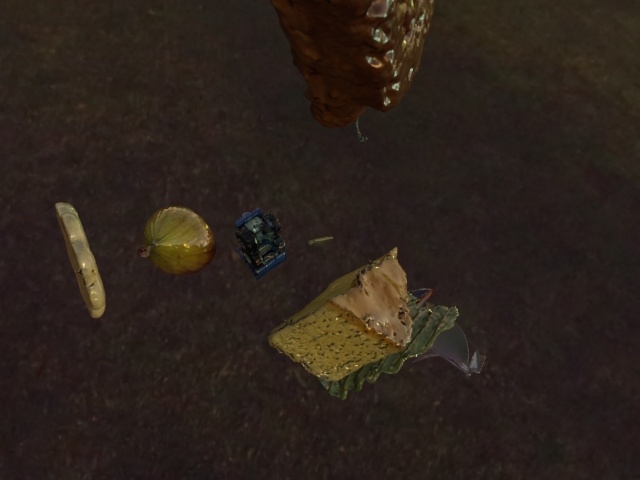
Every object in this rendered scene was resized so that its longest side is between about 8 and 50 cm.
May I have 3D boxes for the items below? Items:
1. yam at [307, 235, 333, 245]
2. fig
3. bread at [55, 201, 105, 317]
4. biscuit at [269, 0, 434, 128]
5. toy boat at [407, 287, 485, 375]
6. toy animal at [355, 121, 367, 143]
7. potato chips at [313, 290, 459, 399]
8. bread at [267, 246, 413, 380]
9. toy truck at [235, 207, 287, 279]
[{"bbox_3d":[0.000,0.000,1.706,0.014,0.014,0.107,38,24,22],"label":"yam"},{"bbox_3d":[-0.309,-0.008,1.535,0.160,0.231,0.143,41,81,12],"label":"fig"},{"bbox_3d":[-0.599,0.048,1.844,0.054,0.316,0.316,-20,50,-21],"label":"bread"},{"bbox_3d":[0.069,-0.387,1.077,0.166,0.395,0.343,11,74,14],"label":"biscuit"},{"bbox_3d":[0.318,0.249,2.082,0.318,0.219,0.072,10,4,30],"label":"toy boat"},{"bbox_3d":[0.125,-0.362,1.875,0.070,0.079,0.253,22,76,-1],"label":"toy animal"},{"bbox_3d":[0.143,0.248,1.923,0.389,0.097,0.373,-36,31,-21],"label":"potato chips"},{"bbox_3d":[0.042,0.125,1.668,0.279,0.248,0.315,31,37,-35],"label":"bread"},{"bbox_3d":[-0.173,0.003,2.019,0.113,0.208,0.126,-35,54,-18],"label":"toy truck"}]
